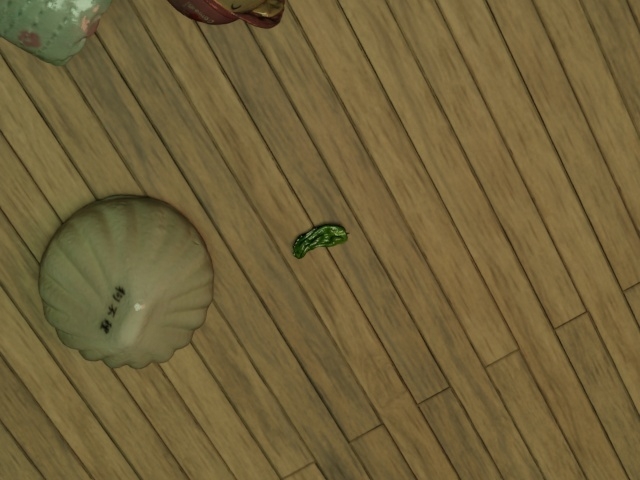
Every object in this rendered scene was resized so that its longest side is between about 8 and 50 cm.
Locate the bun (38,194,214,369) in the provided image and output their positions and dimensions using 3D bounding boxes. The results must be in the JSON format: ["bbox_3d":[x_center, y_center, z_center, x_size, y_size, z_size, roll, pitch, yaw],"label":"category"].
[{"bbox_3d":[-0.273,0.081,1.776,0.263,0.175,0.263,-3,110,-9],"label":"bun"}]

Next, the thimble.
[{"bbox_3d":[-0.341,-0.343,1.598,0.149,0.185,0.211,30,69,-21],"label":"thimble"}]

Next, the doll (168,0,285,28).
[{"bbox_3d":[-0.096,-0.390,1.634,0.196,0.152,0.256,38,105,-8],"label":"doll"}]

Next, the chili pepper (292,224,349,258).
[{"bbox_3d":[-0.001,-0.001,1.868,0.091,0.030,0.034,-19,134,0],"label":"chili pepper"}]
